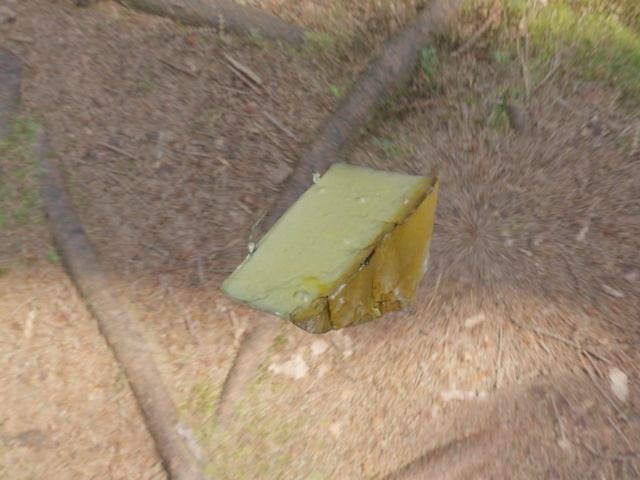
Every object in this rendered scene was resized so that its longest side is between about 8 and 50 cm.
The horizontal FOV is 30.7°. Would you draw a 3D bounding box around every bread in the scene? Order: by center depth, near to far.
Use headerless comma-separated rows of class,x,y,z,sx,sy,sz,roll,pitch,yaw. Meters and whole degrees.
bread,0.000,0.000,0.643,0.084,0.109,0.080,15,105,34
